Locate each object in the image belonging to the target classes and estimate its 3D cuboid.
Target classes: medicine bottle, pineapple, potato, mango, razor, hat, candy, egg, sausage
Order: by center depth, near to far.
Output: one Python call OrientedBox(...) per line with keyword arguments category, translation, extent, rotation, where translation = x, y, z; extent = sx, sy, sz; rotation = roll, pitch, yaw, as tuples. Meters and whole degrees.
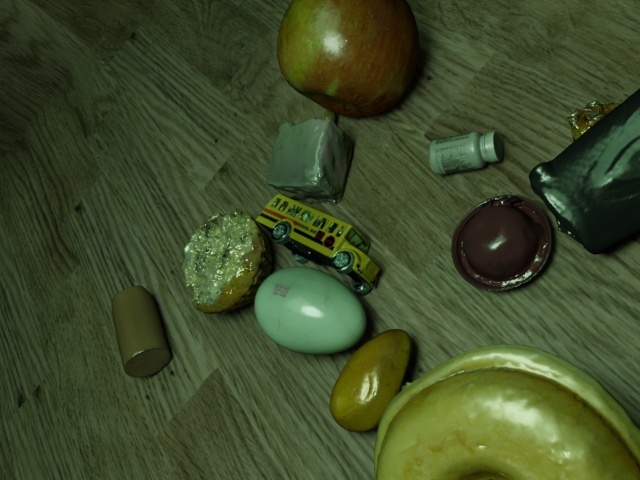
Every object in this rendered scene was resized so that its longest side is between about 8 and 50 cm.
OrientedBox(category="razor", translation=(0.546, -0.137, 0.990), extent=(0.349, 0.113, 0.204), rotation=(-38, 77, 17))
OrientedBox(category="pineapple", translation=(0.511, -0.212, 1.093), extent=(0.116, 0.138, 0.069), rotation=(105, 151, -43))
OrientedBox(category="hat", translation=(0.340, -0.003, 1.115), extent=(0.206, 0.089, 0.205), rotation=(-16, 59, 29))
OrientedBox(category="mango", translation=(0.106, 0.274, 1.142), extent=(0.227, 0.109, 0.147), rotation=(-54, 25, 3))
OrientedBox(category="medicine bottle", translation=(0.307, -0.187, 1.232), extent=(0.140, 0.079, 0.079), rotation=(-7, 65, 34))
OrientedBox(category="egg", translation=(-0.022, 0.152, 1.241), extent=(0.264, 0.183, 0.182), rotation=(15, 78, 32))
OrientedBox(category="candy", translation=(-0.031, -0.192, 1.435), extent=(0.185, 0.137, 0.195), rotation=(5, 78, 37))
OrientedBox(category="potato", translation=(0.017, -0.297, 1.514), extent=(0.047, 0.045, 0.092), rotation=(27, 94, 23))
OrientedBox(category="sausage", translation=(-0.495, 0.235, 1.581), extent=(0.123, 0.123, 0.252), rotation=(-41, 51, 13))

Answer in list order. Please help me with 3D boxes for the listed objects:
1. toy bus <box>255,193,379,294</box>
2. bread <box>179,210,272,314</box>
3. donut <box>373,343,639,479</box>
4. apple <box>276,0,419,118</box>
OrientedBox(category="toy bus", translation=(0.000, 0.000, 1.341), extent=(0.336, 0.121, 0.123), rotation=(25, 76, 41))
OrientedBox(category="bread", translation=(-0.225, 0.060, 1.453), extent=(0.274, 0.149, 0.273), rotation=(-19, 59, 35))
OrientedBox(category="donut", translation=(0.273, 0.368, 0.857), extent=(0.449, 0.198, 0.448), rotation=(3, 95, 37))
OrientedBox(category="apple", translation=(0.068, -0.464, 1.373), extent=(0.340, 0.340, 0.339), rotation=(-16, 61, 30))
